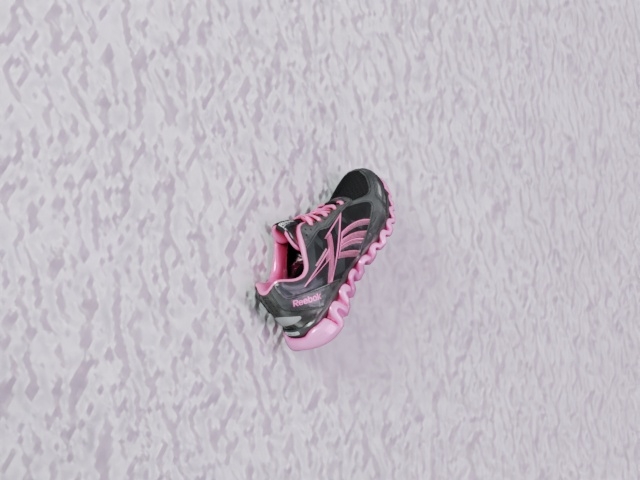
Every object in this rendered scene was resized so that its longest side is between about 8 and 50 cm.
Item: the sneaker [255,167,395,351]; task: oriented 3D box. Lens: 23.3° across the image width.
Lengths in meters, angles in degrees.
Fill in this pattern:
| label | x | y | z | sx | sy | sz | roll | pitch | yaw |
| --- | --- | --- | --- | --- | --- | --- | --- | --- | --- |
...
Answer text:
| label | x | y | z | sx | sy | sz | roll | pitch | yaw |
| --- | --- | --- | --- | --- | --- | --- | --- | --- | --- |
| sneaker | 0.000 | 0.000 | 0.846 | 0.057 | 0.047 | 0.119 | 44 | 52 | -28 |
